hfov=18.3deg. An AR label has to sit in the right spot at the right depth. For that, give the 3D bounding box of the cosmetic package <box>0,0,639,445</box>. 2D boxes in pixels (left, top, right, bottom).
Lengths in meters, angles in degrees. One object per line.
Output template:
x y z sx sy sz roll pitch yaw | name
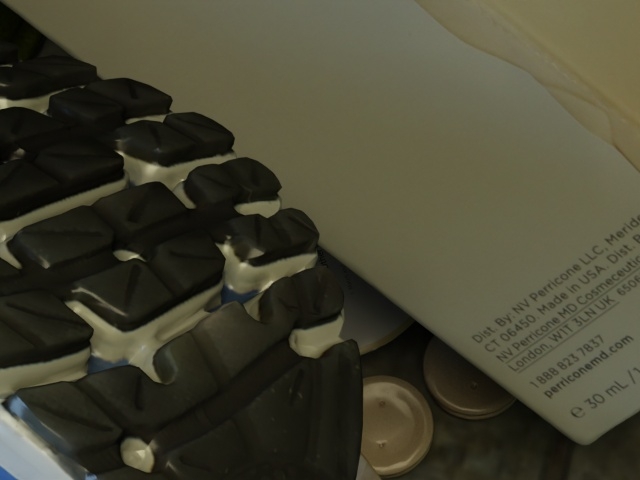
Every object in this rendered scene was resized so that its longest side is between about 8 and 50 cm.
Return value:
0.016 -0.097 0.613 0.309 0.113 0.160 38 41 -15 | cosmetic package

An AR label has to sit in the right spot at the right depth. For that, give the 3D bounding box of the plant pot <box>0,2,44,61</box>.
-0.283 -0.201 0.628 0.366 0.353 0.366 -1 68 2 | plant pot

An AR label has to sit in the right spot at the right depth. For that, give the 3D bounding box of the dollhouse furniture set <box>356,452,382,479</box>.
-0.114 0.185 0.514 0.362 0.256 0.394 -35 72 -10 | dollhouse furniture set

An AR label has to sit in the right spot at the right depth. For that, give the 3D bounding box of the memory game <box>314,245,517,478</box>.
0.000 0.000 0.722 0.186 0.012 0.186 -1 69 1 | memory game

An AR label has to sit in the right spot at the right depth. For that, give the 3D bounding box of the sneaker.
-0.126 0.023 0.466 0.330 0.129 0.147 23 113 37 | sneaker
